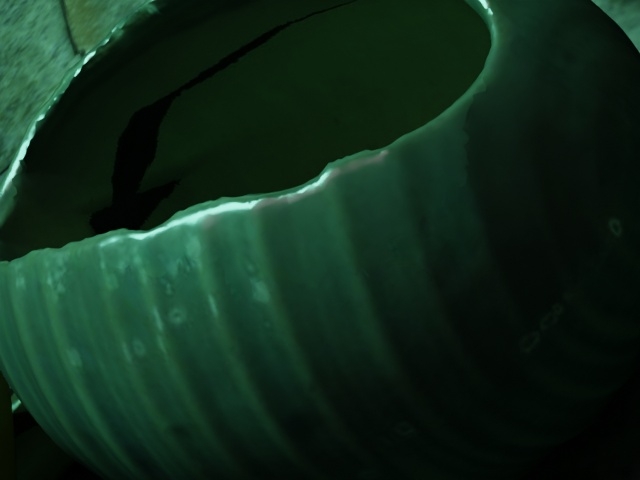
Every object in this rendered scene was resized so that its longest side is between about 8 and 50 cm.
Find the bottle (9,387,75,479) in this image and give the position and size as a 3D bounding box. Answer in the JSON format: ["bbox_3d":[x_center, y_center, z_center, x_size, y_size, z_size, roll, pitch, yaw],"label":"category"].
[{"bbox_3d":[-0.114,0.074,0.662,0.101,0.047,0.063,-44,23,0],"label":"bottle"}]

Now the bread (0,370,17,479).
[{"bbox_3d":[-0.239,0.130,0.479,0.245,0.329,0.424,-28,35,25],"label":"bread"}]

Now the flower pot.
[{"bbox_3d":[0.000,0.000,0.515,0.243,0.157,0.189,-14,43,40],"label":"flower pot"}]
